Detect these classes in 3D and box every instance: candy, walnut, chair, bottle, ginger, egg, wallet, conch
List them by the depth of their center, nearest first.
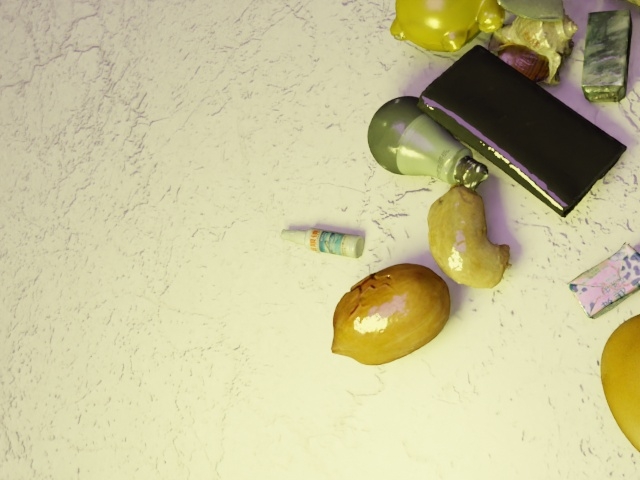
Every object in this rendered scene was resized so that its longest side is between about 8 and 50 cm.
[{"bbox_3d":[0.667,0.278,1.281,0.351,0.282,0.282,44,100,26],"label":"egg"},{"bbox_3d":[0.451,-0.628,1.467,0.160,0.186,0.319,12,59,-15],"label":"chair"},{"bbox_3d":[0.594,0.083,1.474,0.160,0.073,0.092,-37,65,15],"label":"candy"},{"bbox_3d":[0.428,-0.245,1.556,0.406,0.062,0.228,42,69,16],"label":"wallet"},{"bbox_3d":[0.313,-0.010,1.596,0.152,0.138,0.267,-14,74,-24],"label":"ginger"},{"bbox_3d":[0.146,0.165,1.597,0.298,0.203,0.203,-30,68,4],"label":"walnut"},{"bbox_3d":[0.471,-0.433,1.600,0.245,0.163,0.178,5,95,53],"label":"conch"},{"bbox_3d":[0.000,0.000,1.786,0.217,0.060,0.060,10,84,28],"label":"bottle"}]

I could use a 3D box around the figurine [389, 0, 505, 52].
[{"bbox_3d":[0.301,-0.598,1.669,0.324,0.231,0.340,19,82,31],"label":"figurine"}]

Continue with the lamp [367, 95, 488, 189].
[{"bbox_3d":[0.229,-0.194,1.634,0.182,0.182,0.314,-41,56,13],"label":"lamp"}]

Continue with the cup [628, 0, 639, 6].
[{"bbox_3d":[0.637,-0.599,1.482,0.257,0.301,0.227,32,125,34],"label":"cup"}]

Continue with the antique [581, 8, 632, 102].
[{"bbox_3d":[0.615,-0.390,1.552,0.086,0.088,0.183,4,81,27],"label":"antique"}]
